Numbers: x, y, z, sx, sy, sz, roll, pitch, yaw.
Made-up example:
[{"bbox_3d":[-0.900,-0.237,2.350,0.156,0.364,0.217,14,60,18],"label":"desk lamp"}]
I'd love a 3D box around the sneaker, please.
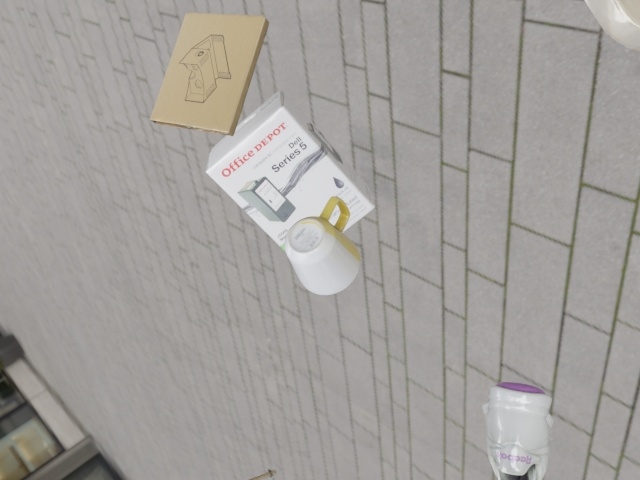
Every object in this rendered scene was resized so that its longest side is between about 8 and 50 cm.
[{"bbox_3d":[0.300,0.317,1.034,0.114,0.152,0.305,4,158,22],"label":"sneaker"}]

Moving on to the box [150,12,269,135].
[{"bbox_3d":[-0.184,-0.276,1.084,0.164,0.201,0.021,13,172,26],"label":"box"}]

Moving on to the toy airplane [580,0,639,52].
[{"bbox_3d":[0.168,-0.371,0.536,0.384,0.386,0.272,23,174,6],"label":"toy airplane"}]

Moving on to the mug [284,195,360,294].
[{"bbox_3d":[-0.003,0.003,0.602,0.064,0.062,0.078,52,-152,-58],"label":"mug"}]

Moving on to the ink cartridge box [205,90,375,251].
[{"bbox_3d":[-0.058,-0.119,1.287,0.273,0.198,0.114,45,-163,-23],"label":"ink cartridge box"}]

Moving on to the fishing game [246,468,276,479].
[{"bbox_3d":[-0.056,0.454,0.927,0.264,0.189,0.041,52,131,30],"label":"fishing game"}]
